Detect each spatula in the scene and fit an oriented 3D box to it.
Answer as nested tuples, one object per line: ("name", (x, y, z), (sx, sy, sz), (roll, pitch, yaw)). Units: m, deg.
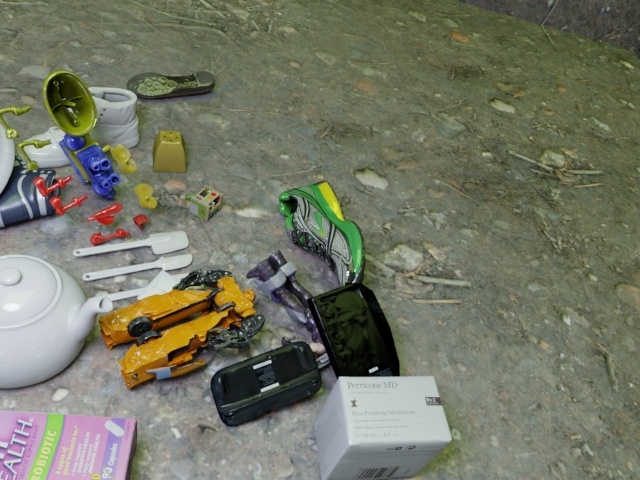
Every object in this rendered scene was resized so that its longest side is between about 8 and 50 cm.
("spatula", (-0.385, 0.056, 1.173), (0.241, 0.019, 0.168), (-10, 60, -26))

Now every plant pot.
("plant pot", (-0.377, -0.228, 1.394), (0.081, 0.083, 0.081), (0, 49, -18))

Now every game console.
("game console", (-0.030, 0.224, 1.051), (0.361, 0.044, 0.213), (-18, 77, -17))

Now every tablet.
("tablet", (-0.329, 0.104, 1.143), (0.054, 0.006, 0.083), (34, 54, 2))

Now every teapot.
("teapot", (-0.529, 0.113, 0.954), (0.256, 0.187, 0.252), (-25, 60, -34))

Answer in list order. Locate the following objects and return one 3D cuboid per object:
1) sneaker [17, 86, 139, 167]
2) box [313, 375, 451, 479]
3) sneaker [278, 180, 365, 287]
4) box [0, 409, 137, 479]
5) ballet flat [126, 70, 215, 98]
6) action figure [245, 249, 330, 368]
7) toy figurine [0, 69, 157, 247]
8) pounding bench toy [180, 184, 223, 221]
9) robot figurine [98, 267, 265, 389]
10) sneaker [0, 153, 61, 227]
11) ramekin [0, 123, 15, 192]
("sneaker", (-0.573, -0.281, 1.319), (0.292, 0.169, 0.108), (-25, 62, -34))
("box", (0.100, 0.329, 0.969), (0.180, 0.182, 0.119), (3, 48, -16))
("sneaker", (0.000, 0.000, 1.298), (0.146, 0.134, 0.344), (-12, 44, -20))
("box", (-0.407, 0.372, 0.803), (0.242, 0.117, 0.214), (8, 47, -11))
("ballet flat", (-0.428, -0.443, 1.605), (0.249, 0.058, 0.084), (-13, 76, -22))
("action figure", (-0.026, 0.151, 1.156), (0.285, 0.099, 0.185), (49, 44, 7))
("toy figurine", (-0.529, -0.178, 1.187), (0.191, 0.363, 0.217), (-36, 38, -19))
("pounding bench toy", (-0.283, -0.098, 1.327), (0.083, 0.052, 0.065), (29, 46, 9))
("robot figurine", (-0.254, 0.159, 1.067), (0.290, 0.085, 0.211), (-18, 49, -31))
("sneaker", (-0.660, -0.153, 1.215), (0.153, 0.099, 0.282), (-13, 60, -23))
("ramekin", (-0.764, -0.165, 1.085), (0.277, 0.135, 0.277), (-3, 67, 8))
